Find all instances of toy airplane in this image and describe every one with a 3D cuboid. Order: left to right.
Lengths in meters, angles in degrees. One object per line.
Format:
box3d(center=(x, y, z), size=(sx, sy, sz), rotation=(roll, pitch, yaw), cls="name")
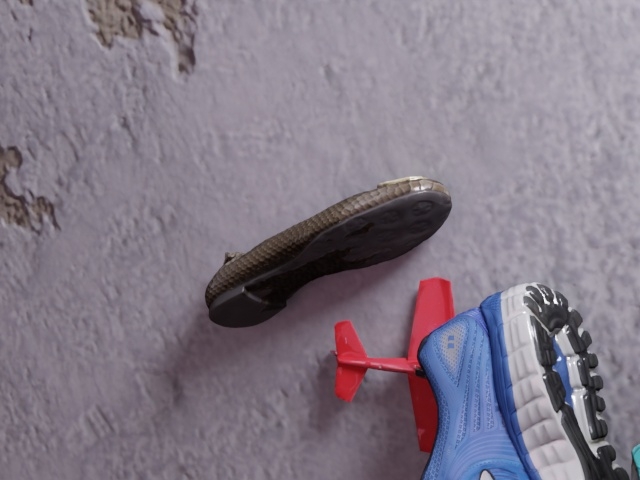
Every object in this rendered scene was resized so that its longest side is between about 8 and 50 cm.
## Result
box3d(center=(0.068, 0.099, 1.388), size=(0.151, 0.028, 0.151), rotation=(7, 105, 29), cls="toy airplane")

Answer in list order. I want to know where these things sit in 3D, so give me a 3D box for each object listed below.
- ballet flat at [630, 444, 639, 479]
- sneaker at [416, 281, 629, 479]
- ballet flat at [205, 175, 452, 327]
box3d(center=(0.385, 0.166, 1.003), size=(0.408, 0.147, 0.147), rotation=(-9, 98, 23), cls="ballet flat")
box3d(center=(0.156, 0.206, 1.303), size=(0.147, 0.129, 0.330), rotation=(-19, 80, 33), cls="sneaker")
box3d(center=(0.000, 0.000, 1.383), size=(0.250, 0.084, 0.058), rotation=(-30, 52, 35), cls="ballet flat")
